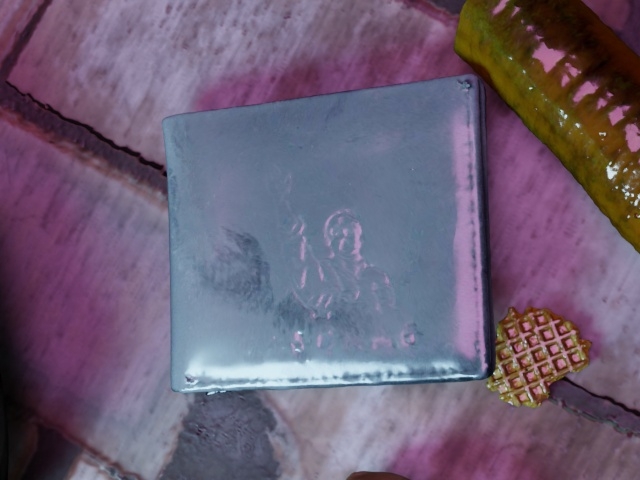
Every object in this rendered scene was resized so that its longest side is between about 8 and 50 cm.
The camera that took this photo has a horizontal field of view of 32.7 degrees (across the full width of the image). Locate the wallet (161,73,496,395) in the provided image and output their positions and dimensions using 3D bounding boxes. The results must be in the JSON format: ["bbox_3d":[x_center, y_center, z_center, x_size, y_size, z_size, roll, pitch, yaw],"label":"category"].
[{"bbox_3d":[0.000,0.000,0.903,0.291,0.054,0.251,-4,81,21],"label":"wallet"}]

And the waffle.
[{"bbox_3d":[0.172,0.095,0.883,0.078,0.016,0.085,36,91,20],"label":"waffle"}]

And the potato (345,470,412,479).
[{"bbox_3d":[0.065,0.245,0.844,0.147,0.112,0.112,44,94,8],"label":"potato"}]

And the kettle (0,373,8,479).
[{"bbox_3d":[-0.405,0.156,0.932,0.321,0.228,0.324,-27,80,36],"label":"kettle"}]

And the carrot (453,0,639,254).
[{"bbox_3d":[0.232,-0.085,0.847,0.114,0.114,0.302,-41,71,5],"label":"carrot"}]
